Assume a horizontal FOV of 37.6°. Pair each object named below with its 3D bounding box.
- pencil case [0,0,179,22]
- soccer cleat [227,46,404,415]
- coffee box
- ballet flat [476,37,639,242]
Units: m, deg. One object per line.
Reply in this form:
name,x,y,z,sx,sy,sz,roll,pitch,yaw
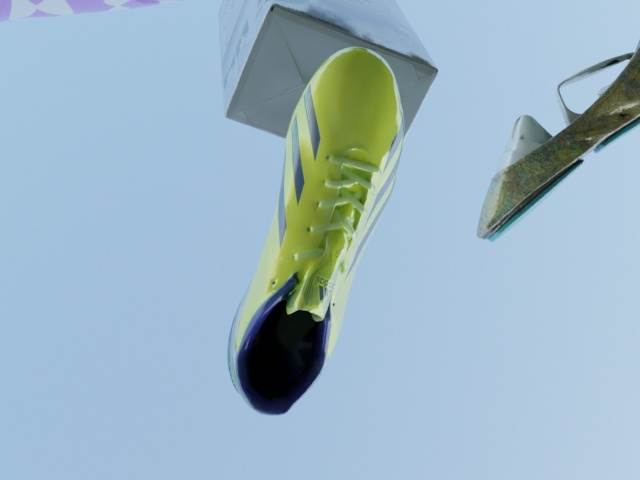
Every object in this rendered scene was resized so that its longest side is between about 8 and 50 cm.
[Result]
pencil case,-0.049,-0.130,0.325,0.206,0.088,0.086,-13,-122,-12
soccer cleat,0.001,0.001,0.709,0.093,0.121,0.289,16,-72,-9
coffee box,-0.007,-0.207,0.962,0.168,0.118,0.297,17,-153,-18
ballet flat,0.318,-0.139,1.212,0.348,0.123,0.123,-37,-101,2
